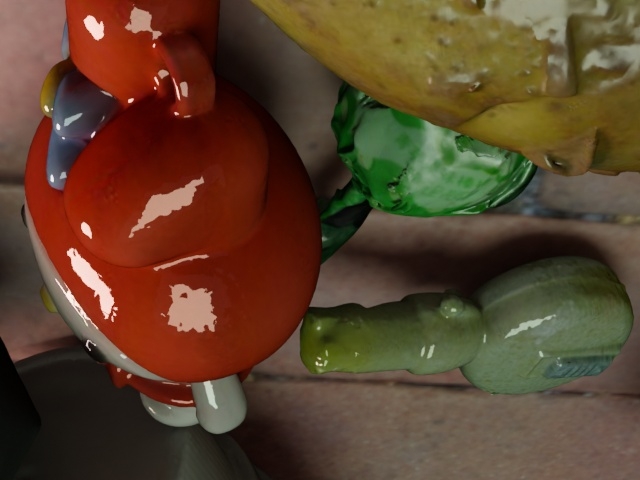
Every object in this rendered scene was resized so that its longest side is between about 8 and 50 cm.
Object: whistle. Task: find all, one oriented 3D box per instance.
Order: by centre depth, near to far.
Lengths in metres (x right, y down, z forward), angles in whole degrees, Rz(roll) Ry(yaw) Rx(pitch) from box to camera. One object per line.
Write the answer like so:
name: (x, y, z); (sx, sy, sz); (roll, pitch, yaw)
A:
whistle: (0.084, 0.054, 0.686); (0.198, 0.057, 0.104); (-3, 146, -25)

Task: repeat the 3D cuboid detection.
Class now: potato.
potato: (0.085, -0.118, 0.452); (0.298, 0.141, 0.176); (14, 105, -20)

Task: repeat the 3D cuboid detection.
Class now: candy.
candy: (-0.002, -0.001, 0.647); (0.097, 0.097, 0.323); (20, 141, -23)

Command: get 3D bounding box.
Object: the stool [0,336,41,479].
stool: (-0.269, 0.098, 0.638); (0.232, 0.232, 0.141); (-21, 137, 21)

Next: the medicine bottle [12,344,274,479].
medicine bottle: (-0.114, 0.237, 0.776); (0.245, 0.245, 0.306); (-14, 130, 14)

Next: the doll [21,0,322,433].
doll: (-0.068, -0.012, 0.565); (0.130, 0.161, 0.290); (-19, 151, -16)
